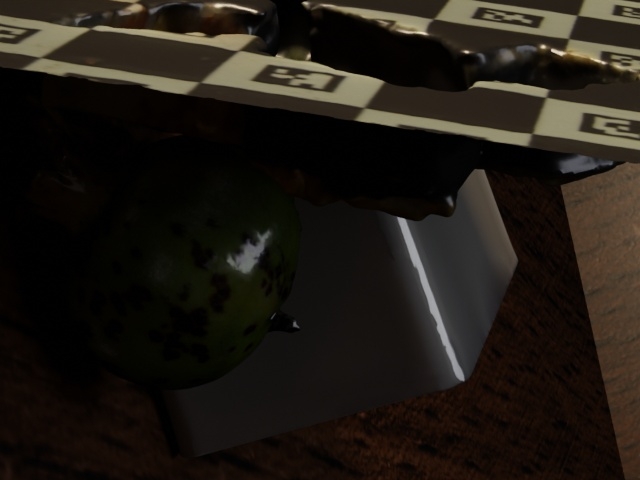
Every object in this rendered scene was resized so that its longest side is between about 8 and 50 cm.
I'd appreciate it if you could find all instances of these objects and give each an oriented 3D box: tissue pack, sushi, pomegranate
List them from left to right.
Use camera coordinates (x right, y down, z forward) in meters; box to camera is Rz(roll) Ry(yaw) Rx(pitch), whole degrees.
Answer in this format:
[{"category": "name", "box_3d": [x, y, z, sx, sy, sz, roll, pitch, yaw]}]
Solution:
[{"category": "pomegranate", "box_3d": [-0.079, -0.002, 0.865, 0.161, 0.122, 0.122, 38, 27, -14]}, {"category": "tissue pack", "box_3d": [0.001, -0.001, 1.044, 0.246, 0.159, 0.136, -50, 122, -71]}, {"category": "sushi", "box_3d": [0.004, -0.072, 0.865, 0.359, 0.343, 0.064, -57, 155, -69]}]
